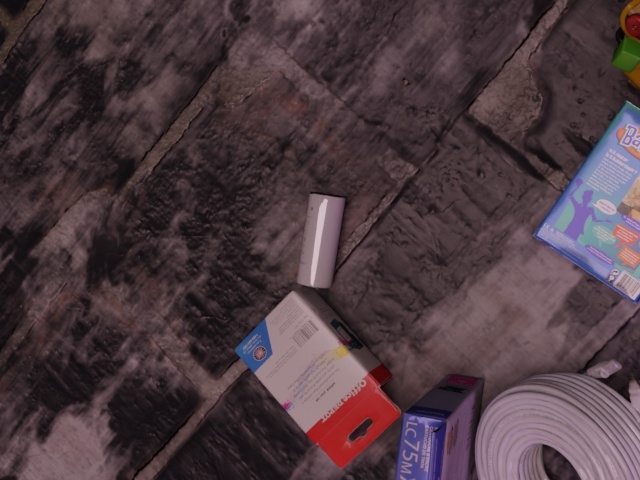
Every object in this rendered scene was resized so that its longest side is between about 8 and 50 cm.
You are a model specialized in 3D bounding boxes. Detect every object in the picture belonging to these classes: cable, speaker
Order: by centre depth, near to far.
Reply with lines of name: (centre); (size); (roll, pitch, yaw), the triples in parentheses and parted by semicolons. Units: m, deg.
cable: (0.310, 0.295, 1.071); (0.257, 0.089, 0.257); (-28, 78, 51)
speaker: (0.000, 0.000, 1.240); (0.055, 0.055, 0.136); (10, 95, 18)

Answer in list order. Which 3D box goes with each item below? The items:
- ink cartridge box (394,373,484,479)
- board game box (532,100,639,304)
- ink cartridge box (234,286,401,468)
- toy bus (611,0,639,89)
ink cartridge box: (0.144, 0.286, 1.067); (0.065, 0.311, 0.186); (7, 94, 17)
board game box: (0.402, -0.049, 1.103); (0.160, 0.047, 0.210); (36, 104, 15)
ink cartridge box: (0.005, 0.195, 1.235); (0.134, 0.078, 0.231); (-46, 78, 16)
toy bus: (0.428, -0.228, 1.057); (0.190, 0.104, 0.202); (10, 62, -10)
